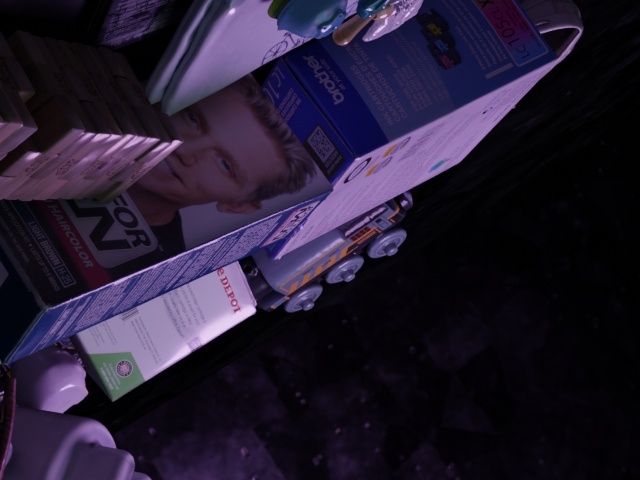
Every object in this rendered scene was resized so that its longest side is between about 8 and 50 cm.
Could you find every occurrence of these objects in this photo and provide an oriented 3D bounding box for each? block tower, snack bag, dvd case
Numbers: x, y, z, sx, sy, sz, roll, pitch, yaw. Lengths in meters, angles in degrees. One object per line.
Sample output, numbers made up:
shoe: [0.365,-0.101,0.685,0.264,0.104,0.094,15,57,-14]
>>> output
block tower: [-0.231,-0.088,0.833,0.091,0.097,0.335,-35,166,20]
snack bag: [0.024,-0.255,1.009,0.323,0.037,0.342,-33,172,-36]
dvd case: [-0.084,-0.227,0.909,0.165,0.018,0.221,-27,169,-34]

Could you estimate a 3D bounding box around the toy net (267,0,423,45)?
toy net: [0.046,-0.220,1.037,0.122,0.045,0.232,-42,174,24]

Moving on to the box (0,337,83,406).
box: [-0.458,0.219,1.762,0.216,0.060,0.270,-27,168,-34]

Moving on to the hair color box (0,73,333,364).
hair color box: [-0.169,-0.041,1.079,0.347,0.174,0.105,-25,166,-45]

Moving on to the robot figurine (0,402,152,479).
robot figurine: [-0.392,0.306,1.505,0.300,0.354,0.199,73,29,-51]

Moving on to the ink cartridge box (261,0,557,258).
ink cartridge box: [0.048,-0.136,1.414,0.396,0.151,0.270,-30,169,-32]

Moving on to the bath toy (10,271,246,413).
bath toy: [-0.273,0.111,1.646,0.348,0.129,0.151,-32,157,-20]

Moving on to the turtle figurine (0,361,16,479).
turtle figurine: [-0.423,0.126,1.288,0.266,0.275,0.198,-55,144,7]

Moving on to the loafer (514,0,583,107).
loafer: [0.216,-0.216,1.637,0.319,0.111,0.112,-42,126,19]

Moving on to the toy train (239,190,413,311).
toy train: [0.000,0.000,2.035,0.334,0.142,0.190,-34,159,10]

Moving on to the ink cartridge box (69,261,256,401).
ink cartridge box: [-0.211,0.069,1.506,0.219,0.160,0.093,-31,-146,-17]
